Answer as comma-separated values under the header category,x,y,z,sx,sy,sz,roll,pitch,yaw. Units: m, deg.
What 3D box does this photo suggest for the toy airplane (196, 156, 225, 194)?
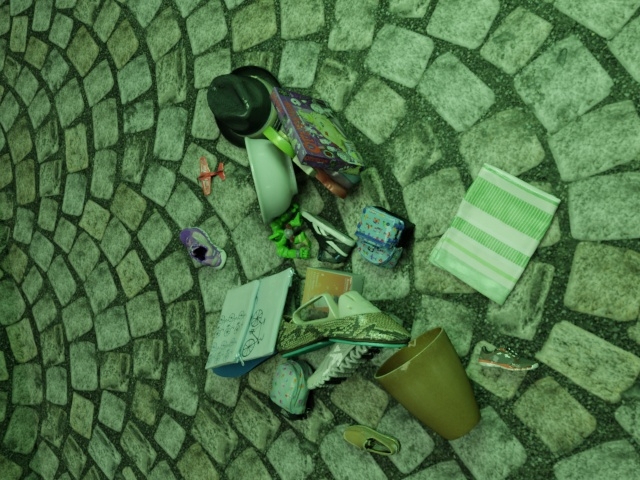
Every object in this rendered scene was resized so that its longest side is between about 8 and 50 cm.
category,x,y,z,sx,sy,sz,roll,pitch,yaw
toy airplane,-0.421,-0.256,2.017,0.151,0.028,0.151,0,89,31

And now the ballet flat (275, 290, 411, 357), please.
category,x,y,z,sx,sy,sz,roll,pitch,yaw
ballet flat,0.040,0.242,1.554,0.482,0.164,0.182,-15,76,40

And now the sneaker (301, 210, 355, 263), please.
category,x,y,z,sx,sy,sz,roll,pitch,yaw
sneaker,0.000,0.000,1.721,0.217,0.079,0.121,34,104,26

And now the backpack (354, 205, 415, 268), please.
category,x,y,z,sx,sy,sz,roll,pitch,yaw
backpack,0.179,-0.004,1.593,0.158,0.117,0.173,31,106,29

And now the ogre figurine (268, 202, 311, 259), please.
category,x,y,z,sx,sy,sz,roll,pitch,yaw
ogre figurine,-0.107,-0.021,1.780,0.118,0.097,0.197,-19,89,18

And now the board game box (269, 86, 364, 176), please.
category,x,y,z,sx,sy,sz,roll,pitch,yaw
board game box,-0.016,-0.338,1.608,0.056,0.208,0.347,-61,39,38

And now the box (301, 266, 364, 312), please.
category,x,y,z,sx,sy,sz,roll,pitch,yaw
box,0.041,0.161,1.684,0.170,0.091,0.130,9,92,32

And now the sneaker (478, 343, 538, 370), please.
category,x,y,z,sx,sy,sz,roll,pitch,yaw
sneaker,0.504,0.314,1.417,0.158,0.061,0.065,0,82,31

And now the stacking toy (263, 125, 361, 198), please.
category,x,y,z,sx,sy,sz,roll,pitch,yaw
stacking toy,-0.015,-0.283,1.638,0.309,0.279,0.130,44,99,26

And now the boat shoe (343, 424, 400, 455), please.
category,x,y,z,sx,sy,sz,roll,pitch,yaw
boat shoe,0.146,0.615,1.612,0.190,0.072,0.068,0,88,32

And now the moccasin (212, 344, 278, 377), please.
category,x,y,z,sx,sy,sz,roll,pitch,yaw
moccasin,-0.230,0.389,1.831,0.342,0.117,0.138,-23,88,25

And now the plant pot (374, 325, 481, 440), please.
category,x,y,z,sx,sy,sz,roll,pitch,yaw
plant pot,0.318,0.408,1.450,0.237,0.237,0.254,-39,85,24

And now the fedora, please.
category,x,y,z,sx,sy,sz,roll,pitch,yaw
fedora,-0.294,-0.490,1.877,0.334,0.152,0.334,-1,88,32

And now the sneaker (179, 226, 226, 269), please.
category,x,y,z,sx,sy,sz,roll,pitch,yaw
sneaker,-0.464,0.024,1.990,0.236,0.104,0.095,36,108,28

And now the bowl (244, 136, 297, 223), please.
category,x,y,z,sx,sy,sz,roll,pitch,yaw
bowl,-0.155,-0.211,1.745,0.134,0.298,0.298,-13,79,-4

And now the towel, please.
category,x,y,z,sx,sy,sz,roll,pitch,yaw
towel,0.476,-0.023,1.458,0.248,0.038,0.325,34,105,27

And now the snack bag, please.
category,x,y,z,sx,sy,sz,roll,pitch,yaw
snack bag,-0.239,0.264,1.759,0.342,0.037,0.323,-21,44,39

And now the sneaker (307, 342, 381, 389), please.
category,x,y,z,sx,sy,sz,roll,pitch,yaw
sneaker,0.064,0.369,1.664,0.292,0.110,0.118,-42,59,16

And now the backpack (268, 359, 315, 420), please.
category,x,y,z,sx,sy,sz,roll,pitch,yaw
backpack,-0.093,0.488,1.740,0.152,0.115,0.182,21,96,33
